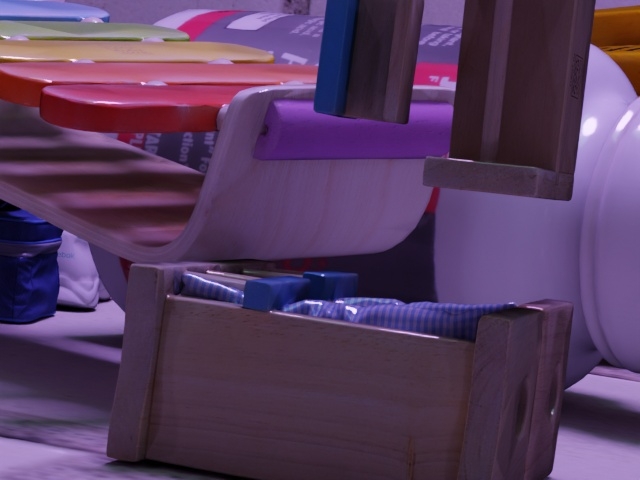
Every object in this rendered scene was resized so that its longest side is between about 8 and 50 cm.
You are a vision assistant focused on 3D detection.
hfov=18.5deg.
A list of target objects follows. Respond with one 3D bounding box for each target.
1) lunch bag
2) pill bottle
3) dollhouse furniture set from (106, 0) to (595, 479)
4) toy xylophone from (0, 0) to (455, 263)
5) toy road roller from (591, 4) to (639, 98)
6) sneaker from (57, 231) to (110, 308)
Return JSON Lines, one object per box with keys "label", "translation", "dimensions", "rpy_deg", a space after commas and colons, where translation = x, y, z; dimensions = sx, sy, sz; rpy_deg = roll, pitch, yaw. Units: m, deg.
{"label": "lunch bag", "translation": [-0.176, 0.006, 1.050], "dimensions": [0.067, 0.065, 0.098], "rpy_deg": [7, 2, 4]}
{"label": "pill bottle", "translation": [0.054, -0.018, 0.967], "dimensions": [0.318, 0.176, 0.176], "rpy_deg": [8, 3, 33]}
{"label": "dollhouse furniture set", "translation": [0.021, -0.012, 0.678], "dimensions": [0.129, 0.183, 0.129], "rpy_deg": [8, 3, 16]}
{"label": "toy xylophone", "translation": [-0.105, -0.055, 0.831], "dimensions": [0.323, 0.081, 0.236], "rpy_deg": [19, 17, 38]}
{"label": "toy road roller", "translation": [0.188, -0.044, 1.261], "dimensions": [0.241, 0.202, 0.329], "rpy_deg": [-8, 8, -21]}
{"label": "sneaker", "translation": [-0.149, 0.006, 1.183], "dimensions": [0.054, 0.061, 0.152], "rpy_deg": [5, 2, -6]}
